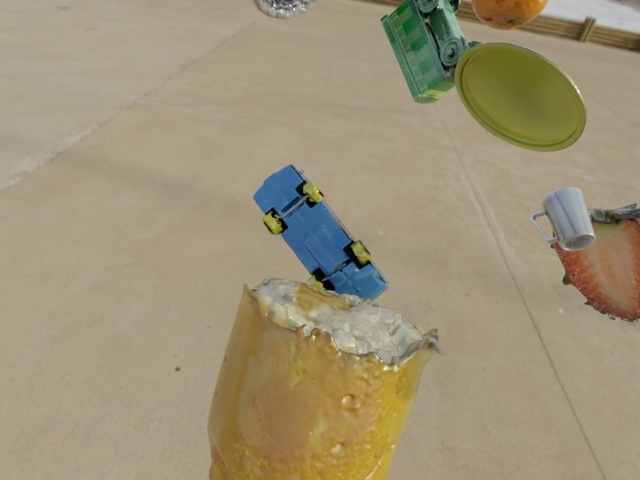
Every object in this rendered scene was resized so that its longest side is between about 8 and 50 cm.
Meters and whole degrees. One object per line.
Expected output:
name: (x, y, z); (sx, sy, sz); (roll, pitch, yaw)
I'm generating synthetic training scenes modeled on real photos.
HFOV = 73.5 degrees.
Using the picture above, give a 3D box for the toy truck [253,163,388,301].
toy truck: (0.000, 0.000, 1.052); (0.385, 0.161, 0.162); (51, 7, 8)

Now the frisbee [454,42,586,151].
frisbee: (0.327, -0.235, 0.717); (0.236, 0.236, 0.017); (36, 82, 32)

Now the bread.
bread: (0.000, 0.282, 0.713); (0.361, 0.394, 0.250); (17, -4, -7)

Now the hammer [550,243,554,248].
hammer: (0.776, -0.002, 1.297); (0.194, 0.116, 0.069); (-14, 64, -16)

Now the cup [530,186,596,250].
cup: (0.481, -0.039, 0.857); (0.104, 0.074, 0.116); (-18, 52, 28)

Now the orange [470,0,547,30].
orange: (0.608, -0.809, 1.370); (0.246, 0.246, 0.246); (6, 36, -5)

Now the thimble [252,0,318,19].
thimble: (-0.088, -0.685, 1.053); (0.245, 0.217, 0.157); (-28, 74, -13)

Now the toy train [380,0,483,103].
toy train: (0.299, -0.527, 1.143); (0.120, 0.202, 0.300); (-12, 78, -44)

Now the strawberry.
strawberry: (0.749, 0.050, 1.121); (0.233, 0.306, 0.138); (-4, 19, 41)
